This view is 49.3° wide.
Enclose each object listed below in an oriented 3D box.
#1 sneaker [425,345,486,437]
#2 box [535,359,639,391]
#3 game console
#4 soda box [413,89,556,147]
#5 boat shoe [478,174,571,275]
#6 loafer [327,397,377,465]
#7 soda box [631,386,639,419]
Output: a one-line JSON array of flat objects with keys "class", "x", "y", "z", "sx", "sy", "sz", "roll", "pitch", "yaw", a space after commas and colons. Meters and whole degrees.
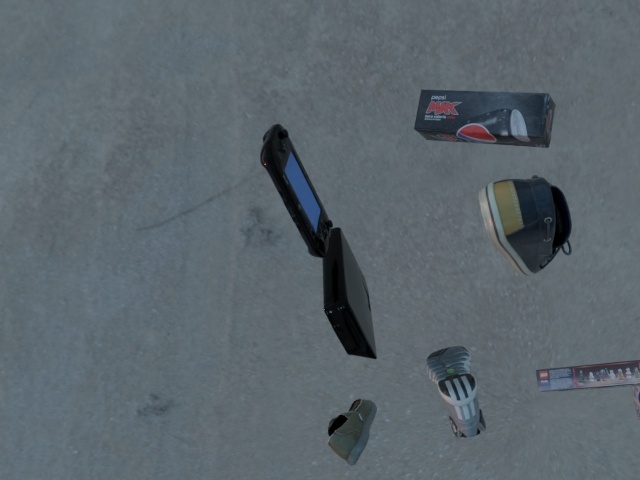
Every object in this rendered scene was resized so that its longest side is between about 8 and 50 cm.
[{"class": "sneaker", "x": 0.248, "y": 0.286, "z": 1.269, "sx": 0.086, "sy": 0.229, "sz": 0.132, "roll": -15, "pitch": 100, "yaw": 9}, {"class": "box", "x": 0.325, "y": 0.154, "z": 0.794, "sx": 0.136, "sy": 0.094, "sz": 0.027, "roll": -12, "pitch": 73, "yaw": 28}, {"class": "game console", "x": 0.000, "y": 0.000, "z": 1.051, "sx": 0.043, "sy": 0.361, "sz": 0.213, "roll": -21, "pitch": 30, "yaw": 11}, {"class": "soda box", "x": 0.211, "y": -0.158, "z": 0.902, "sx": 0.168, "sy": 0.053, "sz": 0.060, "roll": 8, "pitch": 85, "yaw": 29}, {"class": "boat shoe", "x": 0.486, "y": -0.034, "z": 1.572, "sx": 0.155, "sy": 0.500, "sz": 0.187, "roll": -17, "pitch": 73, "yaw": 22}, {"class": "loafer", "x": 0.069, "y": 0.419, "z": 1.603, "sx": 0.087, "sy": 0.251, "sz": 0.094, "roll": 29, "pitch": 100, "yaw": 3}, {"class": "soda box", "x": 0.812, "y": 0.314, "z": 1.471, "sx": 0.286, "sy": 0.091, "sz": 0.098, "roll": -7, "pitch": 82, "yaw": -7}]
